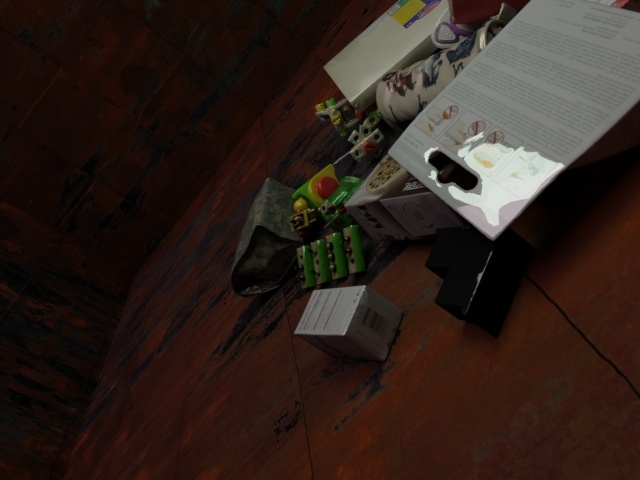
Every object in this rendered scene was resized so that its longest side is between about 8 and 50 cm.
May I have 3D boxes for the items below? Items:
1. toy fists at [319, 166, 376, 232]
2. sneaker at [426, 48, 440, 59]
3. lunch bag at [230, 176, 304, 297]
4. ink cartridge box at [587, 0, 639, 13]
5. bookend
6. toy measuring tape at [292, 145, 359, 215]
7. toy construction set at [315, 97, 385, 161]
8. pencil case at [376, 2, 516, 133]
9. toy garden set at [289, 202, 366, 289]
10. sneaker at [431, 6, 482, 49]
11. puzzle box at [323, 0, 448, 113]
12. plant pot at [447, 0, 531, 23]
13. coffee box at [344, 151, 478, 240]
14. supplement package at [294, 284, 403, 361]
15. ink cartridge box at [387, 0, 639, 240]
[{"bbox_3d":[0.092,-0.098,1.286,0.279,0.096,0.142,-5,55,60],"label":"toy fists"},{"bbox_3d":[0.344,-0.614,1.501,0.276,0.098,0.135,-58,21,-11],"label":"sneaker"},{"bbox_3d":[-0.158,0.007,1.523,0.287,0.169,0.235,-56,19,36],"label":"lunch bag"},{"bbox_3d":[0.506,-0.401,0.943,0.099,0.056,0.135,-42,26,27],"label":"ink cartridge box"},{"bbox_3d":[0.230,0.059,0.826,0.156,0.072,0.157,-5,54,62],"label":"bookend"},{"bbox_3d":[0.044,-0.161,1.496,0.330,0.121,0.121,-42,12,-35],"label":"toy measuring tape"},{"bbox_3d":[0.119,-0.366,1.524,0.215,0.151,0.327,-24,38,-1],"label":"toy construction set"},{"bbox_3d":[0.288,-0.364,1.179,0.410,0.160,0.183,-1,76,63],"label":"pencil case"},{"bbox_3d":[0.000,0.000,1.255,0.244,0.049,0.203,-24,71,52],"label":"toy garden set"},{"bbox_3d":[0.402,-0.544,1.244,0.305,0.114,0.152,-31,4,2],"label":"sneaker"},{"bbox_3d":[0.212,-0.557,1.449,0.409,0.052,0.272,-38,39,13],"label":"puzzle box"},{"bbox_3d":[0.375,-0.571,1.051,0.243,0.274,0.274,-11,39,16],"label":"plant pot"},{"bbox_3d":[0.203,-0.097,1.007,0.168,0.119,0.297,-50,20,-19],"label":"coffee box"},{"bbox_3d":[0.051,0.159,0.995,0.179,0.105,0.105,-15,45,58],"label":"supplement package"},{"bbox_3d":[0.333,-0.198,0.822,0.385,0.091,0.308,-47,41,9],"label":"ink cartridge box"}]
